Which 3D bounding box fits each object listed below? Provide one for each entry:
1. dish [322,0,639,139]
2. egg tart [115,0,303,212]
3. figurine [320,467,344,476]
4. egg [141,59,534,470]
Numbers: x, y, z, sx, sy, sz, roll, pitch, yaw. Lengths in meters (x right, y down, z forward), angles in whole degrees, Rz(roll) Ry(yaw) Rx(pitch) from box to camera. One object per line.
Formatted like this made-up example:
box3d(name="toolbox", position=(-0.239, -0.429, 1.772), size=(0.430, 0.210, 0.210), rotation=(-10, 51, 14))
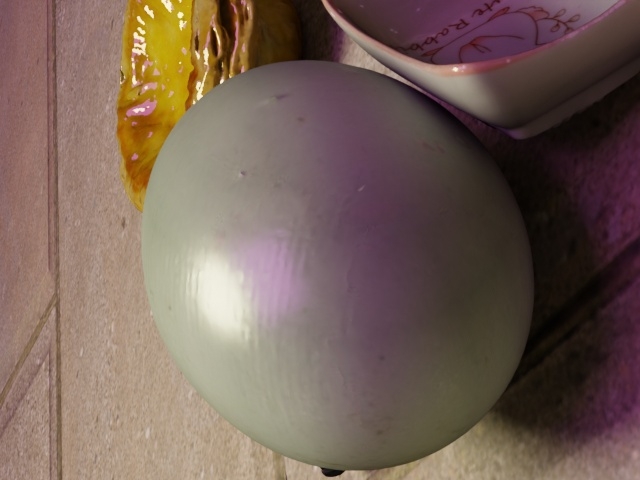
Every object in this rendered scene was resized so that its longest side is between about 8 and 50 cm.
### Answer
box3d(name="dish", position=(0.109, -0.131, 0.711), size=(0.077, 0.151, 0.212), rotation=(64, 171, -30))
box3d(name="egg tart", position=(-0.104, -0.161, 1.151), size=(0.319, 0.128, 0.319), rotation=(-26, 60, 61))
box3d(name="figurine", position=(0.001, 0.117, 0.921), size=(0.079, 0.077, 0.136), rotation=(76, 170, -61))
box3d(name="egg", position=(0.000, 0.000, 0.759), size=(0.371, 0.230, 0.230), rotation=(-123, 48, -63))
